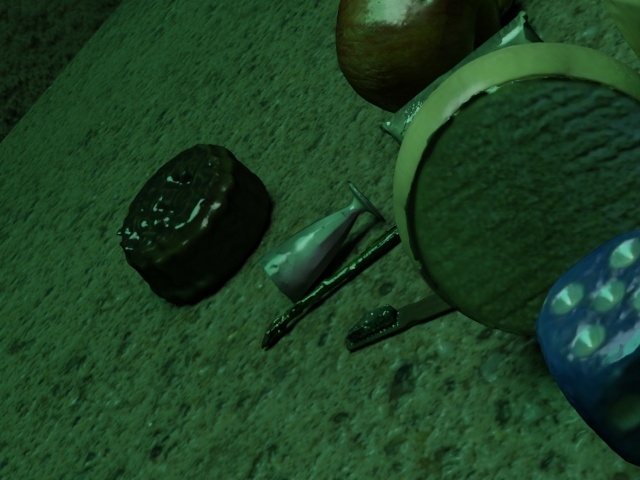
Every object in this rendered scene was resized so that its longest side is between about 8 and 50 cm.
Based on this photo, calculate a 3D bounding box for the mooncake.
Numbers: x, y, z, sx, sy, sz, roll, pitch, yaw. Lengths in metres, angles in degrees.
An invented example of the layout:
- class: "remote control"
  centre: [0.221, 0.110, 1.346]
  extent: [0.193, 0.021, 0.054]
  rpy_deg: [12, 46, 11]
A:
- class: "mooncake"
  centre: [-0.182, -0.028, 1.979]
  extent: [0.228, 0.124, 0.228]
  rpy_deg: [-34, 30, 22]

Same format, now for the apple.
- class: "apple"
  centre: [0.124, -0.261, 1.762]
  extent: [0.188, 0.211, 0.211]
  rpy_deg: [5, 53, 31]

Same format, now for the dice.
- class: "dice"
  centre: [0.267, 0.087, 1.116]
  extent: [0.143, 0.146, 0.146]
  rpy_deg: [-41, 26, 15]

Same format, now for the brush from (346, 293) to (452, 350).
- class: "brush"
  centre: [0.096, 0.075, 1.525]
  extent: [0.190, 0.027, 0.034]
  rpy_deg: [-24, 35, 36]

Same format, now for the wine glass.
- class: "wine glass"
  centre: [0.000, 0.000, 1.724]
  extent: [0.155, 0.073, 0.073]
  rpy_deg: [-43, 26, 6]

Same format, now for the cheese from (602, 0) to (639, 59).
- class: "cheese"
  centre: [0.383, -0.144, 1.139]
  extent: [0.124, 0.265, 0.242]
  rpy_deg: [-51, 26, -10]

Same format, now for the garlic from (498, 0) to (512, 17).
- class: "garlic"
  centre: [0.213, -0.324, 1.871]
  extent: [0.074, 0.094, 0.113]
  rpy_deg: [-14, -6, -42]

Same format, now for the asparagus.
- class: "asparagus"
  centre: [0.012, 0.054, 1.688]
  extent: [0.233, 0.023, 0.022]
  rpy_deg: [-40, -18, 12]

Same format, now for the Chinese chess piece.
- class: "Chinese chess piece"
  centre: [0.200, -0.043, 1.261]
  extent: [0.270, 0.270, 0.112]
  rpy_deg: [-37, 18, 17]

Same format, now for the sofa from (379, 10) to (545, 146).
- class: "sofa"
  centre: [0.199, -0.078, 1.421]
  extent: [0.210, 0.176, 0.225]
  rpy_deg: [-36, 27, 18]
